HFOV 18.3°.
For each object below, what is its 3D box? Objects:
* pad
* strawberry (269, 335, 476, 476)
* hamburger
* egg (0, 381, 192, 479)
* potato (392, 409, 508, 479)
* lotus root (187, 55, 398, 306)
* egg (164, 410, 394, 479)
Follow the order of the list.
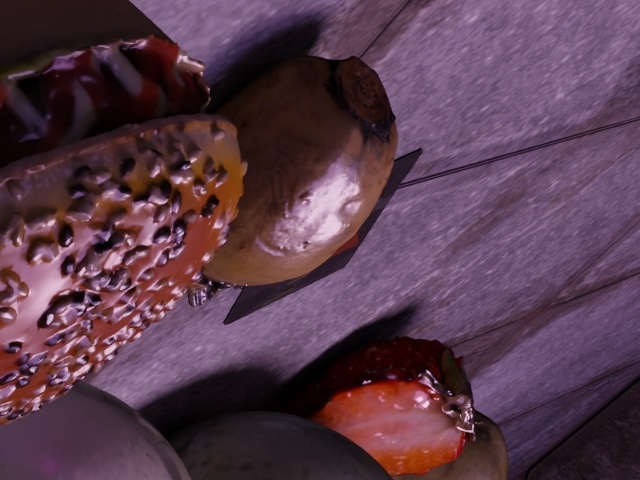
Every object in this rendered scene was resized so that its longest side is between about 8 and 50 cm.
[{"bbox_3d":[0.000,0.000,1.686,0.143,0.003,0.211,-25,163,-29],"label":"pad"},{"bbox_3d":[0.045,0.170,2.120,0.236,0.111,0.190,-14,137,8],"label":"strawberry"},{"bbox_3d":[-0.176,-0.002,0.995,0.300,0.176,0.300,-33,166,-9],"label":"hamburger"},{"bbox_3d":[-0.216,0.234,1.443,0.278,0.278,0.336,-28,159,-23],"label":"egg"},{"bbox_3d":[0.084,0.283,2.299,0.326,0.221,0.243,-6,152,-42],"label":"potato"},{"bbox_3d":[-0.038,-0.030,1.297,0.221,0.125,0.118,-47,-174,25],"label":"lotus root"},{"bbox_3d":[-0.062,0.341,1.951,0.345,0.345,0.428,-32,158,-7],"label":"egg"}]
